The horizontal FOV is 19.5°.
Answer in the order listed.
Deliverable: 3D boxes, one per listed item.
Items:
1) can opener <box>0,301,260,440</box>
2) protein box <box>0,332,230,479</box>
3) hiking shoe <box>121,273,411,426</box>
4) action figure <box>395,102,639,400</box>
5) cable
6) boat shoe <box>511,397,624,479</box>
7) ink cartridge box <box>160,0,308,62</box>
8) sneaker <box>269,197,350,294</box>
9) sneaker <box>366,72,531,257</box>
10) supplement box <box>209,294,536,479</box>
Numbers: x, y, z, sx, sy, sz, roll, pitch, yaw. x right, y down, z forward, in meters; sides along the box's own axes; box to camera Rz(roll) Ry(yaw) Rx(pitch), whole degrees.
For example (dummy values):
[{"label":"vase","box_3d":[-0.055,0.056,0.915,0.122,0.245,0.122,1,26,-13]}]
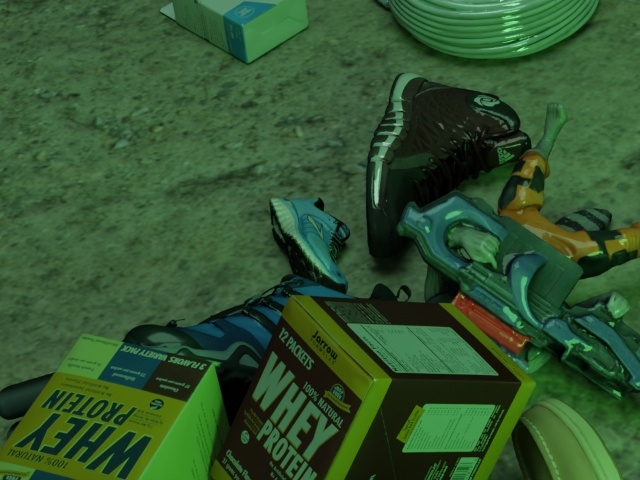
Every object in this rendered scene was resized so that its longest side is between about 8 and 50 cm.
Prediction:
[{"label":"can opener","box_3d":[-0.175,0.137,1.819,0.280,0.074,0.093,-18,9,-2]},{"label":"protein box","box_3d":[-0.178,0.229,1.626,0.136,0.200,0.201,11,45,23]},{"label":"hiking shoe","box_3d":[-0.051,0.098,1.753,0.304,0.113,0.132,6,57,-26]},{"label":"action figure","box_3d":[0.239,0.060,1.822,0.341,0.178,0.330,42,64,8]},{"label":"cable","box_3d":[0.207,-0.321,2.260,0.257,0.089,0.257,-20,42,-12]},{"label":"boat shoe","box_3d":[0.214,0.271,1.568,0.110,0.121,0.341,-14,43,-7]},{"label":"ink cartridge box","box_3d":[-0.114,-0.299,2.313,0.104,0.060,0.180,-36,48,-26]},{"label":"sneaker","box_3d":[0.000,0.000,1.957,0.073,0.063,0.162,-15,42,-12]},{"label":"sneaker","box_3d":[0.141,-0.086,1.999,0.162,0.106,0.281,5,42,11]},{"label":"supplement box","box_3d":[0.044,0.163,1.613,0.194,0.191,0.129,6,28,-41]}]
